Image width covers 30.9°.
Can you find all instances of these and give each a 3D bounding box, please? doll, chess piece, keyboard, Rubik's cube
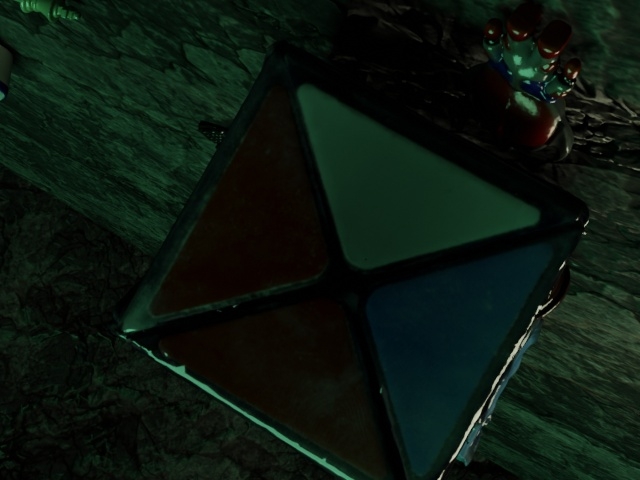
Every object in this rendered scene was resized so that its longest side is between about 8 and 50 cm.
[{"bbox_3d":[0.161,-0.120,0.928,0.104,0.062,0.194,16,159,9],"label":"doll"},{"bbox_3d":[-0.368,-0.307,1.455,0.149,0.059,0.059,23,168,7],"label":"chess piece"},{"bbox_3d":[-0.107,-0.115,1.720,0.060,0.018,0.195,15,162,43],"label":"keyboard"},{"bbox_3d":[0.033,0.023,1.062,0.307,0.305,0.310,29,-172,5],"label":"Rubik's cube"}]

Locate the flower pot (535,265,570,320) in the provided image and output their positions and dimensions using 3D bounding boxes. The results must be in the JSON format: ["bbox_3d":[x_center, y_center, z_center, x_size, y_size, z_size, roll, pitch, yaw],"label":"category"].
[{"bbox_3d":[0.223,0.028,1.333,0.111,0.111,0.089,19,152,43],"label":"flower pot"}]

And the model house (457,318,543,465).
[{"bbox_3d":[0.146,0.143,1.662,0.303,0.237,0.215,26,165,21],"label":"model house"}]

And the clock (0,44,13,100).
[{"bbox_3d":[-0.628,-0.294,1.907,0.231,0.083,0.230,7,174,1],"label":"clock"}]
